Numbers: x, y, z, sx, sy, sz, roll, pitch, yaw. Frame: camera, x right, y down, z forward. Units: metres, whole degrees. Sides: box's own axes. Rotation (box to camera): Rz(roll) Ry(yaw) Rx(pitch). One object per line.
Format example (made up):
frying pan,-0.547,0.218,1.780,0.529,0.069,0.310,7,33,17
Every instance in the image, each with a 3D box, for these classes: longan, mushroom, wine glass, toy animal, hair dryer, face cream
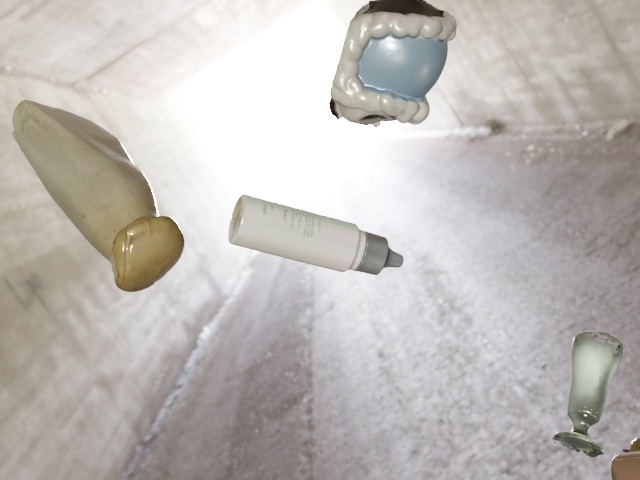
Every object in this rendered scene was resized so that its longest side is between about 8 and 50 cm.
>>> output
longan,0.544,0.363,1.733,0.083,0.075,0.075,14,42,43
mushroom,-0.347,-0.079,1.631,0.137,0.407,0.154,-47,-34,7
wine glass,0.360,0.205,1.380,0.072,0.072,0.155,-24,41,55
toy animal,0.107,-0.262,1.528,0.208,0.156,0.204,-56,-18,-70
hair dryer,0.533,0.348,1.548,0.181,0.064,0.117,12,-21,-41
face cream,0.000,0.000,1.782,0.092,0.311,0.092,-166,90,-76
